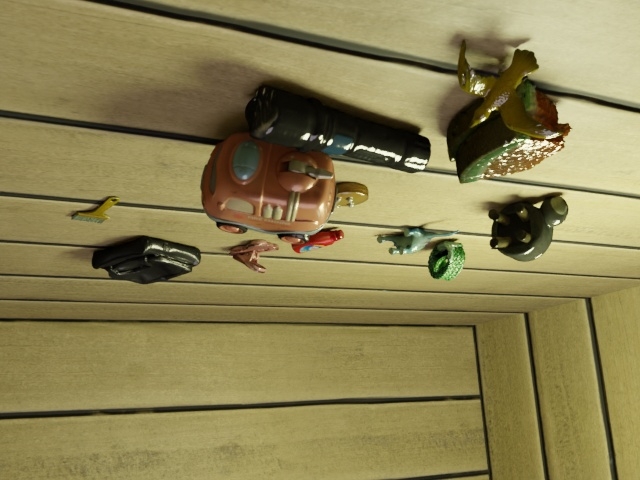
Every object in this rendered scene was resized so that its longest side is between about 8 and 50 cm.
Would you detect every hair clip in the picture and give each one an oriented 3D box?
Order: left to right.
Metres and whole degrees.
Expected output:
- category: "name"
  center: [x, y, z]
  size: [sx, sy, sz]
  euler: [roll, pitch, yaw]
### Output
- category: "hair clip"
  center: [-0.213, 0.031, 2.306]
  size: [0.138, 0.102, 0.123]
  euler: [27, -175, 38]

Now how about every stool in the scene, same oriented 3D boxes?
- category: "stool"
  center: [0.550, -0.047, 1.996]
  size: [0.139, 0.153, 0.228]
  euler: [18, 112, -47]

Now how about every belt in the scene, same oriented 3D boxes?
- category: "belt"
  center: [0.402, 0.062, 2.390]
  size: [0.079, 0.121, 0.151]
  euler: [9, 150, -24]

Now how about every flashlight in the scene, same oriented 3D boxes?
- category: "flashlight"
  center: [0.052, -0.198, 1.377]
  size: [0.424, 0.103, 0.103]
  euler: [7, 162, -41]

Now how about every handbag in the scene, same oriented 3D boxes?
- category: "handbag"
  center: [-0.535, 0.063, 2.256]
  size: [0.275, 0.088, 0.244]
  euler: [-13, 159, 35]

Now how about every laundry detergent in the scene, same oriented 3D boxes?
- category: "laundry detergent"
  center: [0.000, 0.000, 2.195]
  size: [0.165, 0.049, 0.097]
  euler: [-14, 169, 31]

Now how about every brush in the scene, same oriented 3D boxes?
- category: "brush"
  center: [-0.551, -0.077, 1.845]
  size: [0.083, 0.011, 0.205]
  euler: [9, 160, -36]

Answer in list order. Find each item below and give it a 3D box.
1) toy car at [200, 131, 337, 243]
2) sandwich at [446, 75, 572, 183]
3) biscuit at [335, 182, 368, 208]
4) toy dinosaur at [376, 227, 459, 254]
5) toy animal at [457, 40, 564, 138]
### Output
- category: "toy car"
  center: [-0.098, -0.115, 1.419]
  size: [0.271, 0.180, 0.212]
  euler: [10, 163, -3]
- category: "sandwich"
  center: [0.354, -0.193, 1.413]
  size: [0.212, 0.109, 0.292]
  euler: [7, 162, -33]
- category: "biscuit"
  center: [-0.031, -0.099, 1.818]
  size: [0.302, 0.049, 0.197]
  euler: [-5, 168, 3]
- category: "toy dinosaur"
  center: [0.268, 0.008, 2.241]
  size: [0.144, 0.076, 0.329]
  euler: [-4, 170, -27]
- category: "toy animal"
  center: [0.302, -0.240, 1.223]
  size: [0.219, 0.095, 0.155]
  euler: [37, 160, -3]
